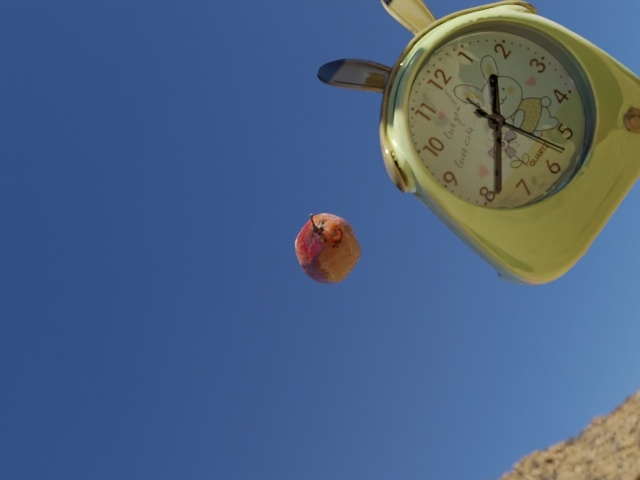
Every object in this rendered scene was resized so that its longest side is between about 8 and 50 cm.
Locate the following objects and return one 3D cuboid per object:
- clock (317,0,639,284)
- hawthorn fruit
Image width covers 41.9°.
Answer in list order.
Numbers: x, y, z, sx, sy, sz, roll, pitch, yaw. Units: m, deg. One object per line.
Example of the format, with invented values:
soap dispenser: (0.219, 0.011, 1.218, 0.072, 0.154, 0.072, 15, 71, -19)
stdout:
clock: (0.117, -0.091, 0.608, 0.170, 0.232, 0.069, -52, -1, -5)
hawthorn fruit: (0.000, 0.000, 0.812, 0.067, 0.066, 0.103, -65, -33, -16)
